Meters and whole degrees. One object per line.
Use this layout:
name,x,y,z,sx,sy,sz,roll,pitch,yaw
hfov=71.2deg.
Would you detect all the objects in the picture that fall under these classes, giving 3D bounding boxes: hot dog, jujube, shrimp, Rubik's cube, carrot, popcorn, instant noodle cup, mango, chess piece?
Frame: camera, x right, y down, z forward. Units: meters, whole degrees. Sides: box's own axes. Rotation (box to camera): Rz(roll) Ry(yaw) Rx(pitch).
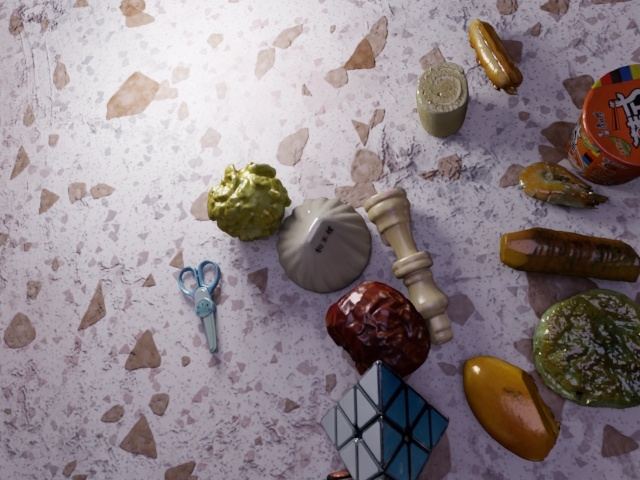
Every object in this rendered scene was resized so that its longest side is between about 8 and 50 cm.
hot dog,0.470,-0.496,1.224,0.076,0.102,0.250,-39,65,43
jujube,0.137,0.212,1.051,0.212,0.213,0.232,-37,81,0
shrimp,0.616,-0.139,1.132,0.216,0.051,0.115,20,79,16
Rubik's cube,0.140,0.418,0.987,0.228,0.228,0.233,42,87,15
carrot,0.587,0.032,1.063,0.301,0.114,0.114,6,78,9
popcorn,-0.192,-0.113,1.195,0.234,0.181,0.217,-24,50,28
instant noodle cup,0.723,-0.255,1.064,0.249,0.192,0.251,-2,77,10
mango,0.423,0.369,1.006,0.154,0.126,0.252,-49,64,17
chess piece,0.234,0.066,1.123,0.117,0.117,0.398,-22,76,4

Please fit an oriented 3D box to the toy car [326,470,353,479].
toy car,0.101,0.617,0.959,0.270,0.212,0.181,-5,76,9

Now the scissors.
scissors,-0.319,0.184,1.231,0.125,0.030,0.256,-18,72,7

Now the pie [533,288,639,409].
pie,0.632,0.245,1.022,0.276,0.078,0.278,-3,74,10

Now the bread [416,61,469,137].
bread,0.323,-0.371,1.191,0.133,0.141,0.148,3,76,14

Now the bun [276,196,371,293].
bun,0.000,0.000,1.145,0.262,0.175,0.264,-2,78,10
